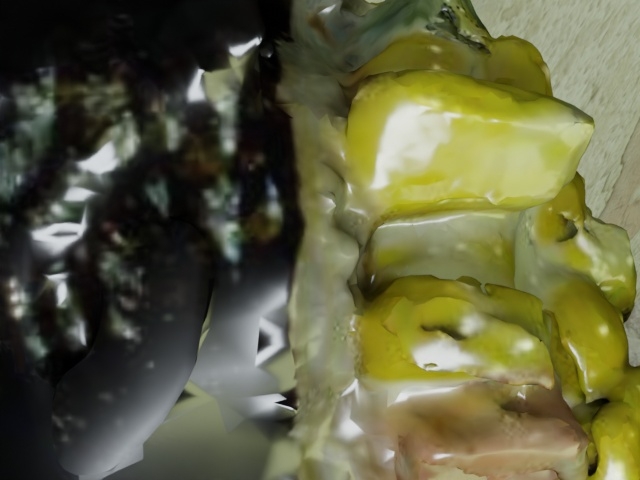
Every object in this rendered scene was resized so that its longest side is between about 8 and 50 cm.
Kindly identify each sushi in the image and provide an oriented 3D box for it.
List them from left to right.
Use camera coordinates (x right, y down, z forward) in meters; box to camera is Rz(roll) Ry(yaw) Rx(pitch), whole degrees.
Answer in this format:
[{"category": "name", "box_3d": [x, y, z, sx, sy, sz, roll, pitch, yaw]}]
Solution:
[{"category": "sushi", "box_3d": [0.000, 0.000, 0.555, 0.285, 0.329, 0.328, -7, 171, 4]}]
